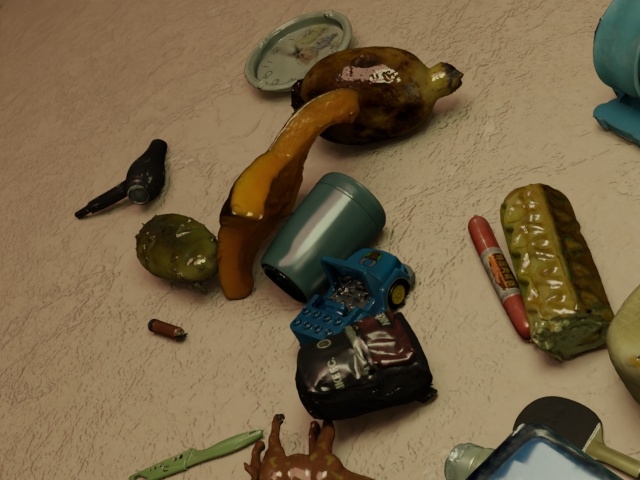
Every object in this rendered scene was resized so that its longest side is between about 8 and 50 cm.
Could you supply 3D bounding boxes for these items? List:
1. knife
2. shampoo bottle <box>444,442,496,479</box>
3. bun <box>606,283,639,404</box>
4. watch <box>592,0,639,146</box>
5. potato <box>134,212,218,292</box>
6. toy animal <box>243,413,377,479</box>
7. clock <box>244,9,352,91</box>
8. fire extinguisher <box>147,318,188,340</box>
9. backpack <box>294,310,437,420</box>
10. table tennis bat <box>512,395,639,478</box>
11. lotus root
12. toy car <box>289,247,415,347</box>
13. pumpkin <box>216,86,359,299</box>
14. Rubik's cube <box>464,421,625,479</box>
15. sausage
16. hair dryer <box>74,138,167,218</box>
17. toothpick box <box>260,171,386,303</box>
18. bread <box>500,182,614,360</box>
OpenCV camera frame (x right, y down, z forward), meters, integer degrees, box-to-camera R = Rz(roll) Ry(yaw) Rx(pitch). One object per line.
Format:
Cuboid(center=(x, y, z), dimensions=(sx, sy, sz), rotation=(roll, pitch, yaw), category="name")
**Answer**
Cuboid(center=(-0.169, 0.290, 1.184), dimensions=(0.207, 0.014, 0.030), rotation=(-23, 41, 11), category="knife")
Cuboid(center=(0.231, 0.265, 0.924), dimensions=(0.213, 0.049, 0.072), rotation=(8, 54, 39), category="shampoo bottle")
Cuboid(center=(0.416, 0.099, 0.917), dimensions=(0.229, 0.145, 0.229), rotation=(-44, 7, 6), category="bun")
Cuboid(center=(0.463, -0.254, 1.204), dimensions=(0.211, 0.193, 0.211), rotation=(-18, 39, 15), category="watch")
Cuboid(center=(-0.231, 0.016, 1.445), dimensions=(0.117, 0.090, 0.226), rotation=(-50, 37, -11), category="potato")
Cuboid(center=(0.029, 0.279, 1.035), dimensions=(0.224, 0.066, 0.229), rotation=(-13, 29, -7), category="toy animal")
Cuboid(center=(-0.039, -0.367, 1.757), dimensions=(0.237, 0.053, 0.236), rotation=(-19, 43, 18), category="clock")
Cuboid(center=(-0.238, 0.142, 1.374), dimensions=(0.083, 0.022, 0.028), rotation=(13, 20, 40), category="fire extinguisher")
Cuboid(center=(0.050, 0.156, 1.088), dimensions=(0.165, 0.105, 0.120), rotation=(-15, 42, -14), category="backpack")
Cuboid(center=(0.282, 0.221, 0.966), dimensions=(0.157, 0.013, 0.087), rotation=(21, 61, 45), category="table tennis bat")
Cuboid(center=(0.081, -0.239, 1.455), dimensions=(0.314, 0.169, 0.141), rotation=(-7, 59, 26), category="lotus root")
Cuboid(center=(0.038, 0.078, 1.205), dimensions=(0.097, 0.100, 0.191), rotation=(14, 54, 44), category="toy car")
Cuboid(center=(-0.066, -0.078, 1.347), dimensions=(0.095, 0.258, 0.290), rotation=(32, 60, 7), category="pumpkin")
Cuboid(center=(0.185, 0.399, 0.576), dimensions=(0.362, 0.363, 0.359), rotation=(-45, 43, -14), category="Rubik's cube")
Cuboid(center=(0.239, 0.045, 1.163), dimensions=(0.034, 0.034, 0.253), rotation=(-25, 40, 8), category="sausage")
Cuboid(center=(-0.394, -0.104, 1.716), dimensions=(0.219, 0.075, 0.195), rotation=(-27, 29, 18), category="hair dryer")
Cuboid(center=(0.000, 0.000, 1.299), dimensions=(0.120, 0.120, 0.184), rotation=(24, 68, 45), category="toothpick box")
Cuboid(center=(0.290, 0.026, 1.105), dimensions=(0.098, 0.087, 0.269), rotation=(-20, 39, 15), category="bread")
